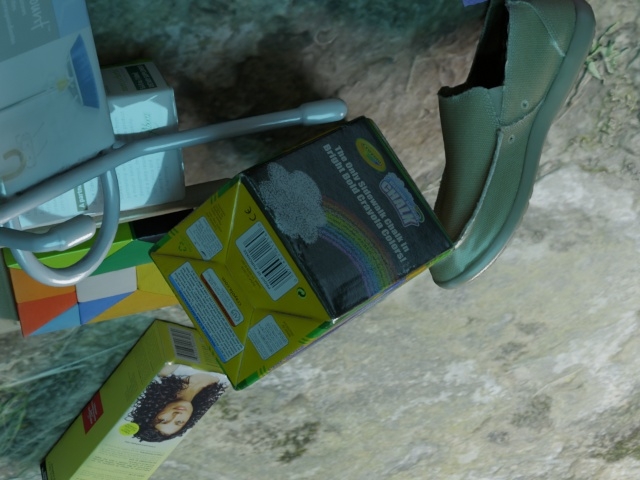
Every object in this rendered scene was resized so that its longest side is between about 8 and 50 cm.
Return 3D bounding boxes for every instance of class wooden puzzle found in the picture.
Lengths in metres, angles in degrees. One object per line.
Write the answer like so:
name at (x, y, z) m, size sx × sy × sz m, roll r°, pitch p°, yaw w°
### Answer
wooden puzzle at (-0.181, 0.025, 1.346) m, size 0.221 × 0.044 × 0.239 m, roll -12°, pitch 161°, yaw -10°

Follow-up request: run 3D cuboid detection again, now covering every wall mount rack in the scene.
wall mount rack at (-0.133, -0.145, 1.117) m, size 0.304 × 0.130 × 0.350 m, roll -32°, pitch 121°, yaw -45°

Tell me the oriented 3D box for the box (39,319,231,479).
box at (-0.183, 0.179, 1.569) m, size 0.087 × 0.058 × 0.232 m, roll 16°, pitch 128°, yaw -35°

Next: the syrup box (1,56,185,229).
syrup box at (-0.231, -0.068, 1.230) m, size 0.236 × 0.093 × 0.096 m, roll -10°, pitch 113°, yaw -12°

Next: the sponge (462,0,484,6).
sponge at (0.197, -0.270, 1.258) m, size 0.210 × 0.031 × 0.117 m, roll -21°, pitch 140°, yaw 1°

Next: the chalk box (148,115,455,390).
chalk box at (0.000, 0.000, 1.241) m, size 0.132 × 0.132 × 0.213 m, roll -37°, pitch 173°, yaw 41°

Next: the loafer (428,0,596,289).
loafer at (0.136, -0.091, 1.335) m, size 0.092 × 0.102 × 0.269 m, roll 23°, pitch 89°, yaw -18°
